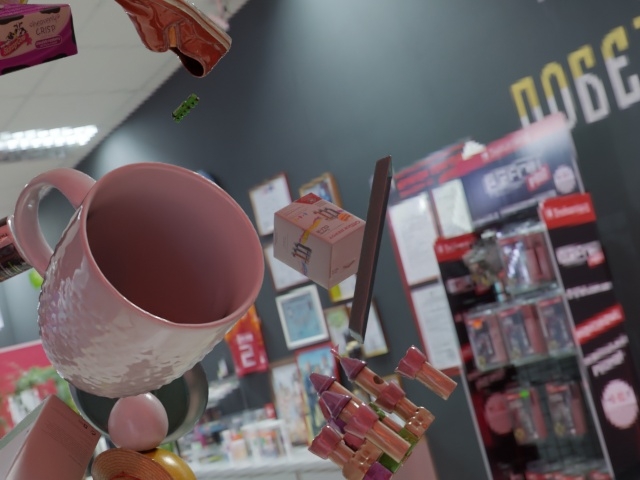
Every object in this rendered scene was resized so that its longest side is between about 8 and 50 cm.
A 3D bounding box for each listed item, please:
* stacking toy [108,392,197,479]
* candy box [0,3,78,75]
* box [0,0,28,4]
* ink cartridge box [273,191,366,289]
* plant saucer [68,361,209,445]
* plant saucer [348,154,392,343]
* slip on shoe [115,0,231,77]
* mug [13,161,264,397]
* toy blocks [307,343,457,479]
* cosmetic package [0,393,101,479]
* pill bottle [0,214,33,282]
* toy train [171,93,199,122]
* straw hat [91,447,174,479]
[{"bbox_3d":[-0.333,0.533,1.883,0.350,0.480,0.350,-4,-2,0],"label":"stacking toy"},{"bbox_3d":[-0.458,-0.262,1.235,0.233,0.071,0.159,6,23,27],"label":"candy box"},{"bbox_3d":[-0.442,-0.407,1.343,0.105,0.179,0.043,23,-8,-11],"label":"box"},{"bbox_3d":[0.000,0.000,2.124,0.176,0.127,0.128,30,43,31],"label":"ink cartridge box"},{"bbox_3d":[-0.402,0.323,2.078,0.317,0.318,0.044,-16,20,12],"label":"plant saucer"},{"bbox_3d":[0.053,0.010,1.000,0.018,0.192,0.067,8,-13,8],"label":"plant saucer"},{"bbox_3d":[-0.279,-0.381,1.669,0.123,0.101,0.331,26,-1,33],"label":"slip on shoe"},{"bbox_3d":[-0.313,0.053,1.434,0.276,0.374,0.328,-42,-3,-46],"label":"mug"},{"bbox_3d":[0.064,0.365,1.929,0.288,0.260,0.309,-39,-20,-51],"label":"toy blocks"},{"bbox_3d":[-0.593,0.500,1.913,0.197,0.155,0.365,-41,15,16],"label":"cosmetic package"},{"bbox_3d":[-0.768,0.050,2.124,0.245,0.130,0.130,-25,-7,1],"label":"pill bottle"},{"bbox_3d":[-0.286,-0.279,2.014,0.083,0.023,0.017,-37,25,35],"label":"toy train"},{"bbox_3d":[-0.291,0.383,1.429,0.144,0.144,0.061,-18,21,25],"label":"straw hat"}]
